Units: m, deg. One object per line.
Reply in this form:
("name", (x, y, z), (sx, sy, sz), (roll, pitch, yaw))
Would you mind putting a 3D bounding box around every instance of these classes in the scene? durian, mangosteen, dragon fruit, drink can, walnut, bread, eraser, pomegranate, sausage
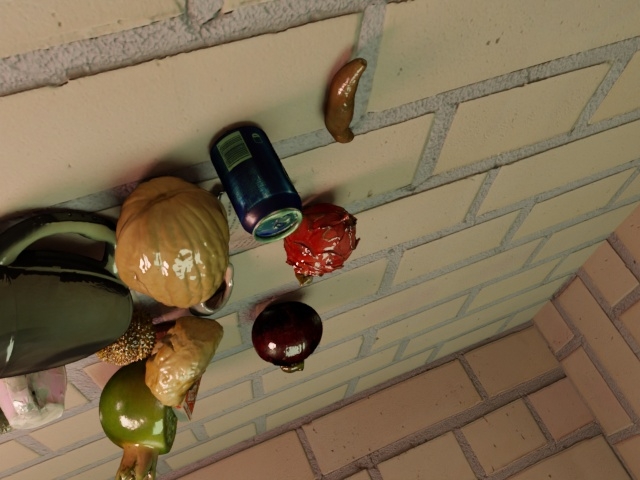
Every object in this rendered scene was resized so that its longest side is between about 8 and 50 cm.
("durian", (-0.475, 0.235, 1.474), (0.158, 0.136, 0.168), (8, 133, -18))
("mangosteen", (-0.101, 0.290, 1.815), (0.216, 0.216, 0.216), (-21, 153, -11))
("dragon fruit", (0.000, 0.000, 1.437), (0.209, 0.172, 0.172), (-45, 149, 17))
("drink can", (-0.115, -0.102, 1.097), (0.118, 0.204, 0.118), (-21, 154, -11))
("walnut", (-0.272, 0.008, 1.131), (0.225, 0.225, 0.260), (-16, 138, -20))
("bread", (-0.353, 0.292, 1.536), (0.244, 0.134, 0.244), (-52, -170, 13))
("eraser", (-0.373, 0.392, 1.759), (0.038, 0.230, 0.157), (8, 150, 2))
("pomegranate", (-0.519, 0.500, 1.710), (0.216, 0.358, 0.309), (11, 146, -3))
("sausage", (-0.389, 0.256, 1.667), (0.169, 0.065, 0.065), (-5, 147, -36))

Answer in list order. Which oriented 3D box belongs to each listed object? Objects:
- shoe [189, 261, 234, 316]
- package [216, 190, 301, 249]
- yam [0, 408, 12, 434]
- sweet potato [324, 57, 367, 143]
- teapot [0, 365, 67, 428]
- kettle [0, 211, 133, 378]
("shoe", (-0.267, 0.136, 1.516), (0.103, 0.100, 0.251), (-14, 149, -26))
("package", (-0.178, -0.027, 1.345), (0.204, 0.062, 0.251), (-3, 150, -37))
("yam", (-0.867, 0.457, 1.555), (0.107, 0.107, 0.183), (-39, 154, 24))
("sweet potato", (0.040, -0.246, 1.148), (0.078, 0.058, 0.255), (-41, 162, -17))
("teapot", (-0.667, 0.337, 1.425), (0.163, 0.178, 0.221), (-4, 145, -39))
("kettle", (-0.496, 0.094, 1.144), (0.324, 0.228, 0.320), (2, 111, -53))
